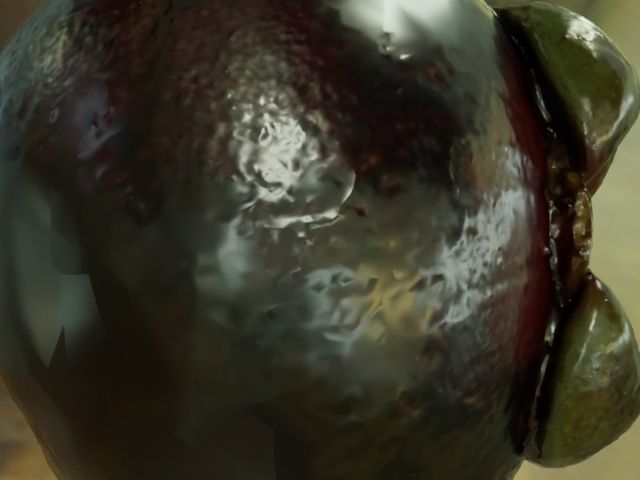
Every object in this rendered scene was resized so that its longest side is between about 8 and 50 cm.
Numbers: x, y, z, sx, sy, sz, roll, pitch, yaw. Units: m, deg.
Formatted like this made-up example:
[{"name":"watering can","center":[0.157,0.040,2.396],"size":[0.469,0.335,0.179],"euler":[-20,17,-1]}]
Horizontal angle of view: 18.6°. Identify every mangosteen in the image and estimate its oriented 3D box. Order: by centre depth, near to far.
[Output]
[{"name":"mangosteen","center":[0.000,0.000,0.417],"size":[0.152,0.152,0.152],"euler":[21,21,-9]}]
